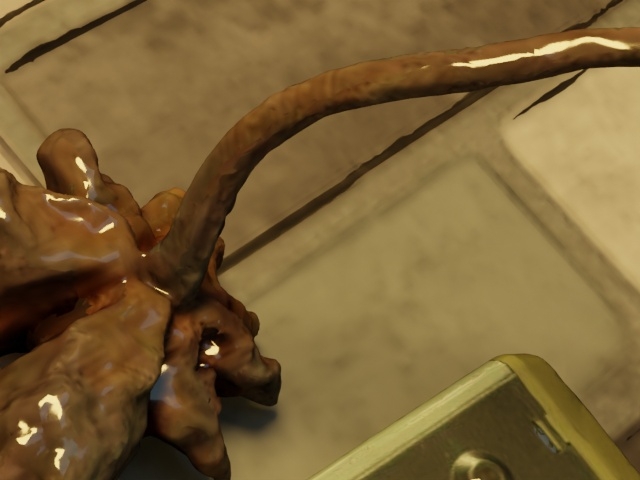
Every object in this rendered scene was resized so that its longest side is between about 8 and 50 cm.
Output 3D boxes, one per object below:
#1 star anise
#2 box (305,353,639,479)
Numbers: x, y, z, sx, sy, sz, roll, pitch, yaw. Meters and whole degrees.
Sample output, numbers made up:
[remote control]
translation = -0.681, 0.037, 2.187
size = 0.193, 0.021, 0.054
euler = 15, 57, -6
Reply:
[star anise]
translation = 0.000, 0.000, 0.441
size = 0.218, 0.227, 0.148
euler = 25, 46, -21
[box]
translation = 0.064, 0.174, 0.457
size = 0.211, 0.045, 0.270
euler = -27, 74, -35
